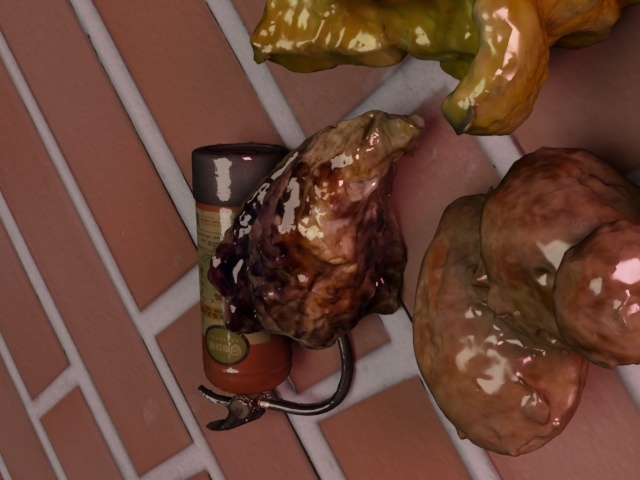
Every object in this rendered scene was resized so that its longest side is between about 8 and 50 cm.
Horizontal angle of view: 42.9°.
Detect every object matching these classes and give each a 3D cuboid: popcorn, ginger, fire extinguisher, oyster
[{"bbox_3d":[0.125,-0.223,0.619,0.321,0.290,0.326,127,137,-54],"label":"popcorn"},{"bbox_3d":[0.184,0.039,0.688,0.304,0.155,0.245,116,158,-59],"label":"ginger"},{"bbox_3d":[-0.069,0.077,0.982,0.200,0.113,0.376,13,110,37],"label":"fire extinguisher"},{"bbox_3d":[0.001,0.007,0.868,0.100,0.275,0.271,-105,-3,-54],"label":"oyster"}]
